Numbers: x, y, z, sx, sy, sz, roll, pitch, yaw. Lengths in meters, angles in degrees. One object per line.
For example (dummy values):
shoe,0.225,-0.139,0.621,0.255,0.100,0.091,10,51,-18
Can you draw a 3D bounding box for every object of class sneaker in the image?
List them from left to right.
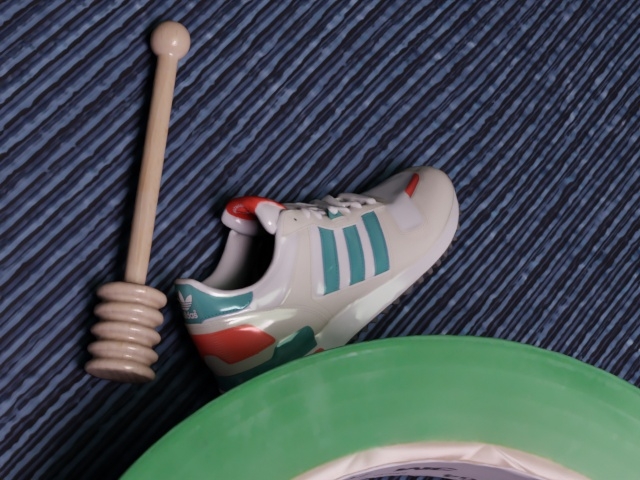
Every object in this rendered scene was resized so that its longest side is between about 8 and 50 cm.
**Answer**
sneaker,0.000,0.000,0.716,0.161,0.057,0.075,-43,114,-30

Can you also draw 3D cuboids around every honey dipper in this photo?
honey dipper,-0.075,-0.020,0.683,0.030,0.030,0.161,17,71,-33

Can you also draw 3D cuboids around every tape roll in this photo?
tape roll,0.043,0.199,0.614,0.321,0.077,0.321,2,77,-7
